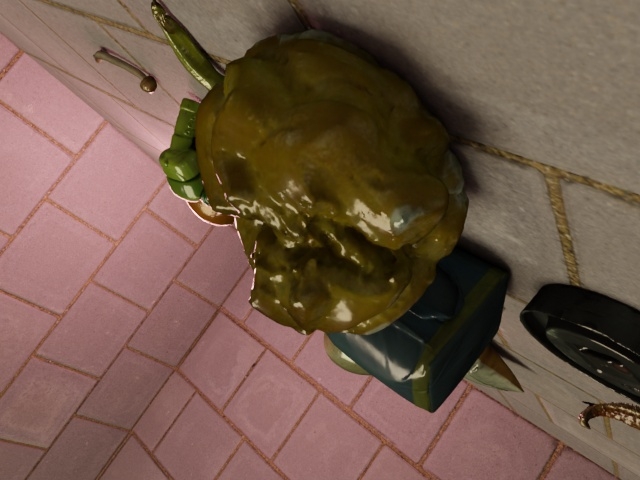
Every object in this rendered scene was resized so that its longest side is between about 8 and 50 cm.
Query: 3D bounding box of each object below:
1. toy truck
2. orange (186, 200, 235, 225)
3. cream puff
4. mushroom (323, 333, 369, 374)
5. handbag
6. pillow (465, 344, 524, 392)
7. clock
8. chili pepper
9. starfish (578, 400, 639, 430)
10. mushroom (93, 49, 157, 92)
[{"bbox_3d":[-0.271,-0.183,1.252,0.148,0.187,0.210,22,166,37],"label":"toy truck"},{"bbox_3d":[-0.277,-0.141,1.542,0.206,0.206,0.206,35,172,6],"label":"orange"},{"bbox_3d":[-0.006,-0.042,0.672,0.378,0.276,0.378,38,173,5],"label":"cream puff"},{"bbox_3d":[0.183,0.300,1.853,0.351,0.261,0.352,-5,-178,0],"label":"mushroom"},{"bbox_3d":[0.155,0.117,0.966,0.241,0.263,0.222,33,158,33],"label":"handbag"},{"bbox_3d":[0.384,0.305,1.613,0.312,0.119,0.310,39,169,-20],"label":"pillow"},{"bbox_3d":[0.427,0.161,0.822,0.280,0.055,0.280,34,172,6],"label":"clock"},{"bbox_3d":[-0.197,-0.284,0.889,0.208,0.043,0.049,42,-178,-37],"label":"chili pepper"},{"bbox_3d":[0.612,0.352,0.990,0.303,0.113,0.312,28,172,40],"label":"starfish"},{"bbox_3d":[-0.487,-0.417,1.352,0.306,0.043,0.068,32,147,33],"label":"mushroom"}]
